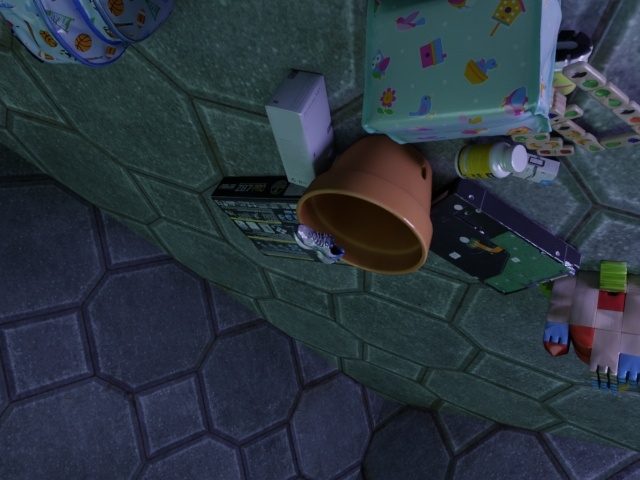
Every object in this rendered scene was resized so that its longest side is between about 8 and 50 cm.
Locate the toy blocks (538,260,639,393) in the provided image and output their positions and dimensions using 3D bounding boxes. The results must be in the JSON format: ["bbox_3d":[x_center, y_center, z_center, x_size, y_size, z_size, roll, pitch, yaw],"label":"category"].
[{"bbox_3d":[0.649,0.206,0.946,0.381,0.261,0.191,4,146,39],"label":"toy blocks"}]

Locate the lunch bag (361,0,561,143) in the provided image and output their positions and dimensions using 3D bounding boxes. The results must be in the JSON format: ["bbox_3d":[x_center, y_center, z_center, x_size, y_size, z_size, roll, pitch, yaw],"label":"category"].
[{"bbox_3d":[0.176,-0.268,0.553,0.223,0.263,0.160,5,-176,35],"label":"lunch bag"}]

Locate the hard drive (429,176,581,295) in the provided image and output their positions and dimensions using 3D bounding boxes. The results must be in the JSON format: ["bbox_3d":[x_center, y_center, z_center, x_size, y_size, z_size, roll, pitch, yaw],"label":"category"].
[{"bbox_3d":[0.387,0.001,1.036,0.338,0.064,0.237,31,154,-7],"label":"hard drive"}]

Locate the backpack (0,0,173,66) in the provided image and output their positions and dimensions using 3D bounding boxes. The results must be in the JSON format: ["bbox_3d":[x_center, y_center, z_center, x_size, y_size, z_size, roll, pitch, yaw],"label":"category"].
[{"bbox_3d":[-0.400,-0.428,0.743,0.213,0.264,0.277,13,150,25],"label":"backpack"}]

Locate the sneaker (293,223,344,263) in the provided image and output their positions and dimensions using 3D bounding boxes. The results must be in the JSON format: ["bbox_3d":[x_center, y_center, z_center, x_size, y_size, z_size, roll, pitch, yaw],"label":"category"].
[{"bbox_3d":[0.000,0.000,0.955,0.058,0.052,0.135,-18,137,43],"label":"sneaker"}]

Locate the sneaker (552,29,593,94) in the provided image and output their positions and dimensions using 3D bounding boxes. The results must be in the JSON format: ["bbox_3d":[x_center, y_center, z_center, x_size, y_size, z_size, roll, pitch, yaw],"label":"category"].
[{"bbox_3d":[0.282,-0.247,0.662,0.208,0.082,0.094,12,157,31],"label":"sneaker"}]

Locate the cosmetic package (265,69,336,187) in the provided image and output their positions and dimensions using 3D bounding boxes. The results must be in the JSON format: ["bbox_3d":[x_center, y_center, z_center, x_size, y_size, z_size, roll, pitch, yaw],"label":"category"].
[{"bbox_3d":[-0.033,-0.229,0.941,0.085,0.117,0.231,17,154,18],"label":"cosmetic package"}]

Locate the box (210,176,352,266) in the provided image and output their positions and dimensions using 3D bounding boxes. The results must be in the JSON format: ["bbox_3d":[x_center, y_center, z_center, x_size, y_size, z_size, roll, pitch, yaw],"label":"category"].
[{"bbox_3d":[-0.097,-0.056,1.339,0.394,0.097,0.318,5,145,37],"label":"box"}]

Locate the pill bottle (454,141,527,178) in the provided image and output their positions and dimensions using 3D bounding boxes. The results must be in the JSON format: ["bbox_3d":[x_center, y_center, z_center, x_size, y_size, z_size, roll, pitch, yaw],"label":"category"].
[{"bbox_3d":[0.312,-0.147,0.808,0.065,0.065,0.116,42,161,-29],"label":"pill bottle"}]

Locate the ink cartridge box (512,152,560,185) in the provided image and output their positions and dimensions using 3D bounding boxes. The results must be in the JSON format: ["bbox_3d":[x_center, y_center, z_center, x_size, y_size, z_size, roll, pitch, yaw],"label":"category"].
[{"bbox_3d":[0.388,-0.134,0.814,0.083,0.028,0.048,20,166,13],"label":"ink cartridge box"}]

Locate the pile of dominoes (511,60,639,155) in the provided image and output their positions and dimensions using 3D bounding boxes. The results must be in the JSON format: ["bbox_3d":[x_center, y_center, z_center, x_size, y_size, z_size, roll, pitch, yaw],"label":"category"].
[{"bbox_3d":[0.360,-0.172,0.671,0.251,0.040,0.196,19,169,-27],"label":"pile of dominoes"}]

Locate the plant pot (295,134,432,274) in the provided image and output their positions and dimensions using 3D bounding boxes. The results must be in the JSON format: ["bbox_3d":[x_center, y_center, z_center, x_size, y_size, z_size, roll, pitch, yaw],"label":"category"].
[{"bbox_3d":[0.118,-0.087,0.961,0.290,0.204,0.291,21,153,11],"label":"plant pot"}]
